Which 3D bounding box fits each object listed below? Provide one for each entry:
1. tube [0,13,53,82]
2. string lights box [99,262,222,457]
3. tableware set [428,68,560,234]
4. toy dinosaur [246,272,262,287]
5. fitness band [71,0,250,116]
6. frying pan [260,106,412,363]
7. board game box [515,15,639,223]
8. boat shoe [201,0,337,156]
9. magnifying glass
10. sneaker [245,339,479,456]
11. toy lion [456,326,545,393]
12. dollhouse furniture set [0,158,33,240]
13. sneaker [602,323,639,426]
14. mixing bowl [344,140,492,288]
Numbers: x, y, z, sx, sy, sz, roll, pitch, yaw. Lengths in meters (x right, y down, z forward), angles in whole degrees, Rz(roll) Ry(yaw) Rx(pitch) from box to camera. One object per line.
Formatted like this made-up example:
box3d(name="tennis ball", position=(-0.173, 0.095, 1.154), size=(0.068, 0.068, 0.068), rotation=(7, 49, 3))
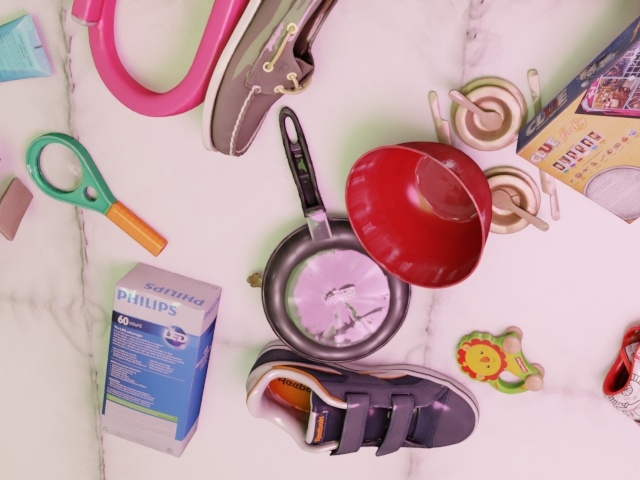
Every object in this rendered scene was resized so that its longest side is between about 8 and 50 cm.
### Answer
box3d(name="tube", position=(-0.460, -0.236, 0.950), size=(0.207, 0.052, 0.080), rotation=(-9, 118, 14))
box3d(name="string lights box", position=(-0.235, 0.177, 1.041), size=(0.133, 0.076, 0.259), rotation=(17, 114, 7))
box3d(name="tableware set", position=(0.208, -0.093, 0.841), size=(0.128, 0.039, 0.194), rotation=(-10, 108, 18))
box3d(name="toy dinosaur", position=(-0.017, 0.061, 0.953), size=(0.183, 0.053, 0.092), rotation=(-15, 105, 19))
box3d(name="fitness band", position=(-0.183, -0.286, 0.830), size=(0.209, 0.054, 0.290), rotation=(33, 117, 15))
box3d(name="frying pan", position=(0.029, 0.005, 0.906), size=(0.197, 0.053, 0.326), rotation=(6, 101, -4))
box3d(name="board game box", position=(0.342, -0.132, 0.725), size=(0.165, 0.042, 0.243), rotation=(29, 139, -11))
box3d(name="boat shoe", position=(-0.046, -0.221, 0.816), size=(0.091, 0.109, 0.305), rotation=(29, 112, 7))
box3d(name="magnifying glass", position=(-0.310, -0.060, 0.994), size=(0.231, 0.026, 0.092), rotation=(39, 115, -4))
box3d(name="sneaker", position=(0.052, 0.233, 0.966), size=(0.321, 0.127, 0.126), rotation=(11, 112, 8))
box3d(name="toy lion", position=(0.232, 0.162, 0.945), size=(0.096, 0.034, 0.100), rotation=(-26, 103, 29))
box3d(name="dollhouse furniture set", position=(-0.571, -0.095, 0.983), size=(0.262, 0.135, 0.259), rotation=(-11, 135, 18))
box3d(name="sneaker", position=(0.457, 0.127, 0.838), size=(0.145, 0.090, 0.270), rotation=(32, 118, -3))
box3d(name="mixing bowl", position=(0.129, -0.044, 0.833), size=(0.181, 0.098, 0.181), rotation=(24, 132, 29))
